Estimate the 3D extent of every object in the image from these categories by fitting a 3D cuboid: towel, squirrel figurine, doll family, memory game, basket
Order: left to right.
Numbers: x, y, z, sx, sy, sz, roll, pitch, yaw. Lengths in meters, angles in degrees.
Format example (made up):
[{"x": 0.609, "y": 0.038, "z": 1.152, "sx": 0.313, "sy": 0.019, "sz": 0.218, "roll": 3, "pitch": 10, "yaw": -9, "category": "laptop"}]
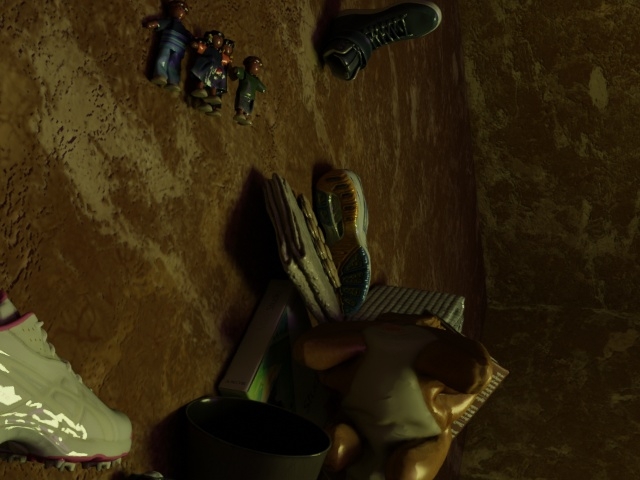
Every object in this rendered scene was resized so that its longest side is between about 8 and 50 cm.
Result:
[{"x": -0.143, "y": -0.228, "z": 0.860, "sx": 0.193, "sy": 0.076, "sz": 0.111, "roll": 26, "pitch": 73, "yaw": -64, "category": "doll family"}, {"x": -0.102, "y": 0.352, "z": 0.905, "sx": 0.154, "sy": 0.205, "sz": 0.226, "roll": -9, "pitch": 110, "yaw": -69, "category": "basket"}, {"x": -0.027, "y": 0.033, "z": 1.116, "sx": 0.282, "sy": 0.049, "sz": 0.187, "roll": 64, "pitch": 7, "yaw": -53, "category": "towel"}, {"x": 0.000, "y": 0.000, "z": 1.216, "sx": 0.186, "sy": 0.012, "sz": 0.186, "roll": -21, "pitch": 90, "yaw": -87, "category": "memory game"}, {"x": 0.114, "y": 0.318, "z": 1.096, "sx": 0.397, "sy": 0.281, "sz": 0.370, "roll": -30, "pitch": 123, "yaw": -79, "category": "squirrel figurine"}, {"x": 0.208, "y": 0.209, "z": 1.598, "sx": 0.284, "sy": 0.235, "sz": 0.121, "roll": -37, "pitch": 132, "yaw": -63, "category": "towel"}]

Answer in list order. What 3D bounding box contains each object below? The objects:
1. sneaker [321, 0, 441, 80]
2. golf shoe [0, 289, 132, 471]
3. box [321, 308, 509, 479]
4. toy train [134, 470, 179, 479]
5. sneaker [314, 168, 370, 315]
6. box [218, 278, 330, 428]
[{"x": 0.109, "y": -0.379, "z": 1.283, "sx": 0.086, "sy": 0.226, "sz": 0.163, "roll": 61, "pitch": 40, "yaw": -41, "category": "sneaker"}, {"x": -0.253, "y": 0.122, "z": 0.574, "sx": 0.306, "sy": 0.115, "sz": 0.140, "roll": 49, "pitch": 45, "yaw": -62, "category": "golf shoe"}, {"x": 0.180, "y": 0.345, "z": 1.355, "sx": 0.381, "sy": 0.143, "sz": 0.191, "roll": -52, "pitch": 133, "yaw": 3, "category": "box"}, {"x": -0.203, "y": 0.364, "z": 0.782, "sx": 0.105, "sy": 0.080, "sz": 0.184, "roll": 60, "pitch": 35, "yaw": -69, "category": "toy train"}, {"x": 0.061, "y": 0.001, "z": 1.360, "sx": 0.131, "sy": 0.112, "sz": 0.296, "roll": -33, "pitch": 124, "yaw": -67, "category": "sneaker"}, {"x": -0.061, "y": 0.258, "z": 1.151, "sx": 0.232, "sy": 0.059, "sz": 0.321, "roll": -67, "pitch": 149, "yaw": -43, "category": "box"}]
